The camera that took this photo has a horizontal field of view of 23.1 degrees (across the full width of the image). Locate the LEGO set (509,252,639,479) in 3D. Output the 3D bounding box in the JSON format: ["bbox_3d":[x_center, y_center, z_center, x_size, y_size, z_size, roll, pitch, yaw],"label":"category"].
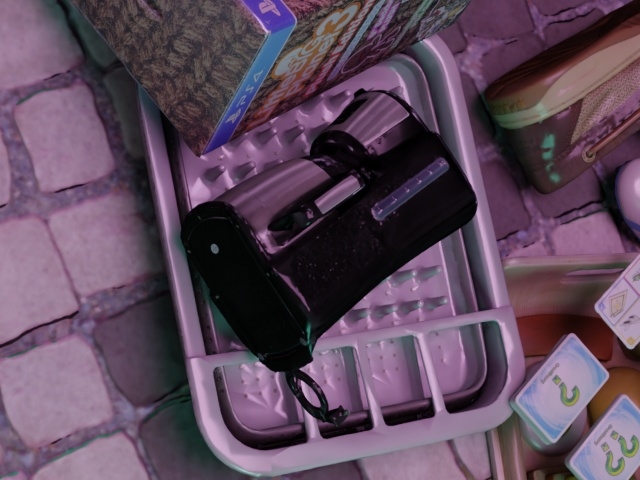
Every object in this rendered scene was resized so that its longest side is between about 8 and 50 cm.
[{"bbox_3d":[0.290,0.106,1.241,0.244,0.060,0.182,-45,101,-21],"label":"LEGO set"}]

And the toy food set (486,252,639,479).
[{"bbox_3d":[0.252,0.163,1.283,0.219,0.092,0.306,-2,79,-30],"label":"toy food set"}]

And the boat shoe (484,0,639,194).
[{"bbox_3d":[0.299,-0.146,1.373,0.342,0.123,0.123,-30,102,-27],"label":"boat shoe"}]

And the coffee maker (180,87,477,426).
[{"bbox_3d":[0.015,0.005,1.109,0.178,0.120,0.171,-35,119,-30],"label":"coffee maker"}]

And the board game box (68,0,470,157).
[{"bbox_3d":[-0.034,-0.235,1.132,0.291,0.141,0.232,-32,76,-38],"label":"board game box"}]

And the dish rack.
[{"bbox_3d":[0.000,0.000,1.194,0.285,0.072,0.333,-7,82,-29],"label":"dish rack"}]

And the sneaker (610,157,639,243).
[{"bbox_3d":[0.359,-0.003,1.386,0.237,0.086,0.085,33,66,-17],"label":"sneaker"}]
